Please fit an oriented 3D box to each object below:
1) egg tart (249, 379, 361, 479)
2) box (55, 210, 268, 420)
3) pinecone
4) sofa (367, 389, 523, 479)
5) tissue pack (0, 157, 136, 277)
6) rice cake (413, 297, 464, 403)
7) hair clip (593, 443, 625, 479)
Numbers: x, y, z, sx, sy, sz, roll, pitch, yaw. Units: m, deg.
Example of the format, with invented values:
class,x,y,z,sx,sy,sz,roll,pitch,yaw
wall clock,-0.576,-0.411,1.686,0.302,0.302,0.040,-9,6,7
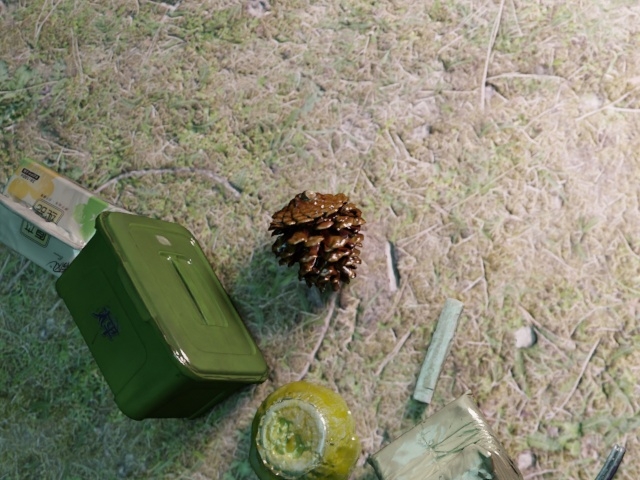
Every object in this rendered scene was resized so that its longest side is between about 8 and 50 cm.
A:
class,x,y,z,sx,sy,sz,roll,pitch,yaw
egg tart,-0.036,0.312,1.927,0.197,0.078,0.197,-7,72,21
box,-0.260,0.129,1.978,0.178,0.252,0.329,-41,65,21
pinecone,0.000,0.000,1.959,0.173,0.173,0.174,-5,75,20
sofa,0.163,0.331,1.767,0.210,0.225,0.176,-36,71,12
tissue pack,-0.465,-0.035,2.142,0.229,0.145,0.159,28,87,24
rice cake,0.183,0.172,1.906,0.033,0.029,0.171,18,83,20
hair clip,0.344,0.400,1.784,0.275,0.048,0.083,-40,65,2
